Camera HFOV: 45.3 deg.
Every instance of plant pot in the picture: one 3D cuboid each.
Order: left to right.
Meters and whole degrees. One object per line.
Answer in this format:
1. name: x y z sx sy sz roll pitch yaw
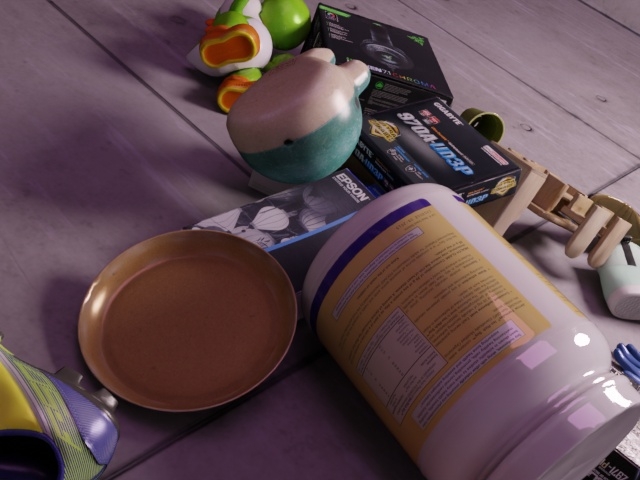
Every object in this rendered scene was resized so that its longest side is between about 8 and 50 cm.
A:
1. plant pot: -0.143 0.087 0.844 0.236 0.032 0.236 0 50 -1
2. plant pot: 0.315 -0.231 1.538 0.083 0.083 0.079 10 26 -18

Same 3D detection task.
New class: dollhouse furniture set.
1. dollhouse furniture set: 0.334 -0.038 1.257 0.242 0.161 0.212 18 20 -41

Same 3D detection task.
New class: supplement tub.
1. supplement tub: 0.158 0.121 0.846 0.241 0.241 0.331 -11 48 -38

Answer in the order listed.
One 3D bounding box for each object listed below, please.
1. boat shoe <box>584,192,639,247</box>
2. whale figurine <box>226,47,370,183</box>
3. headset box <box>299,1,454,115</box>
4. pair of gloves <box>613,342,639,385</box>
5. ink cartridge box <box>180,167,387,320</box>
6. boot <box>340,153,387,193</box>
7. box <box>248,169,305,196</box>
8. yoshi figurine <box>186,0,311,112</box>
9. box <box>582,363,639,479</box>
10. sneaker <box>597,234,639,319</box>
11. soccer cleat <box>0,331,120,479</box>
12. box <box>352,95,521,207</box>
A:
1. boat shoe: 0.540 -0.021 1.373 0.223 0.080 0.073 29 14 -23
2. whale figurine: -0.023 -0.176 1.063 0.216 0.141 0.272 -21 27 15
3. headset box: 0.097 -0.318 1.474 0.246 0.131 0.283 14 36 -15
4. pair of gloves: 0.523 0.207 1.130 0.198 0.023 0.159 -4 42 -34
5. ink cartridge box: 0.000 0.000 1.008 0.333 0.065 0.165 -23 54 -31
6. boot: 0.089 -0.073 1.193 0.236 0.089 0.269 13 40 -3
7. box: -0.039 -0.119 1.165 0.101 0.102 0.087 25 34 4
8. yoshi figurine: -0.103 -0.376 1.405 0.203 0.203 0.362 30 30 -18
9. box: 0.369 0.245 0.943 0.180 0.077 0.147 38 38 19
10. sneaker: 0.580 0.066 1.274 0.256 0.094 0.151 11 43 -13
11. soccer cleat: -0.321 0.140 0.683 0.289 0.093 0.121 25 42 3
12. box: 0.163 -0.126 1.154 0.175 0.051 0.220 -17 46 -22
